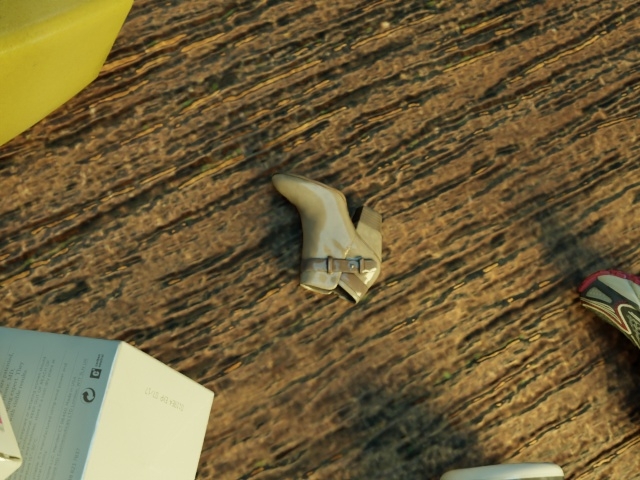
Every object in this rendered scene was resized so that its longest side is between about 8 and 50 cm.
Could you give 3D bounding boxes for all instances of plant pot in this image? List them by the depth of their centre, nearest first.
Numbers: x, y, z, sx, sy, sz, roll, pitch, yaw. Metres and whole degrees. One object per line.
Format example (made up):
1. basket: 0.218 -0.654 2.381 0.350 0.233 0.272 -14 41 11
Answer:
1. plant pot: -0.273 -0.192 0.844 0.187 0.212 0.212 -24 81 -32

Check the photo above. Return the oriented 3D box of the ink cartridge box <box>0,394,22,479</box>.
1. ink cartridge box: -0.364 0.103 0.690 0.324 0.071 0.330 -39 51 10

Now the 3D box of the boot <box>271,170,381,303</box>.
1. boot: 0.000 0.000 0.931 0.118 0.042 0.087 22 73 -6

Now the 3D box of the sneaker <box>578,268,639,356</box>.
1. sneaker: 0.329 0.149 0.934 0.112 0.121 0.299 -41 78 10

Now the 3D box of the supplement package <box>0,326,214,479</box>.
1. supplement package: -0.221 0.137 0.733 0.244 0.139 0.134 4 70 24

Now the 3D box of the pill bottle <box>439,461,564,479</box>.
1. pill bottle: 0.154 0.274 0.857 0.103 0.103 0.184 -1 75 -14
